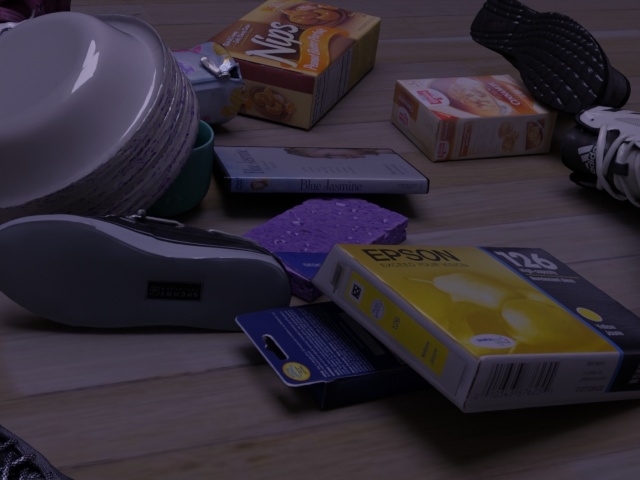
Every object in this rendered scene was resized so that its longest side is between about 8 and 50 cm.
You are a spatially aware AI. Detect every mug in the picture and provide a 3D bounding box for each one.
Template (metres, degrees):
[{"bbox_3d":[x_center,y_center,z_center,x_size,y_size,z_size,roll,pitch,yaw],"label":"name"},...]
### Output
[{"bbox_3d":[-0.201,-0.091,1.545,0.129,0.097,0.158,-15,34,-35],"label":"mug"}]

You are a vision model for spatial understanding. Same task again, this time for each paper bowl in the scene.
[{"bbox_3d":[-0.287,-0.137,1.419,0.284,0.148,0.284,-16,46,17],"label":"paper bowl"}]

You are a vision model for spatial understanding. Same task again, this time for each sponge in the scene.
[{"bbox_3d":[0.000,0.000,1.487,0.117,0.031,0.210,23,31,26],"label":"sponge"}]

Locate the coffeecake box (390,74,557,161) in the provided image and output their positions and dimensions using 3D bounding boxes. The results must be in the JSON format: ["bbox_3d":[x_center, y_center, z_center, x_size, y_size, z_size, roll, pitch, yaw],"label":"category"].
[{"bbox_3d":[0.213,-0.175,1.831,0.185,0.068,0.142,-6,31,-22],"label":"coffeecake box"}]

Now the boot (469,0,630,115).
[{"bbox_3d":[0.383,-0.250,1.908,0.223,0.118,0.338,24,20,-32],"label":"boot"}]

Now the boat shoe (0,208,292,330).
[{"bbox_3d":[-0.183,0.020,1.323,0.306,0.113,0.105,3,21,-13],"label":"boat shoe"}]

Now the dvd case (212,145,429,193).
[{"bbox_3d":[-0.009,-0.090,1.631,0.253,0.022,0.180,0,17,-13],"label":"dvd case"}]

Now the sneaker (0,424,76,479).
[{"bbox_3d":[-0.260,0.159,0.988,0.269,0.153,0.101,16,29,17],"label":"sneaker"}]

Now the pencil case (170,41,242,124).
[{"bbox_3d":[-0.235,-0.189,1.705,0.273,0.113,0.124,-15,17,-34],"label":"pencil case"}]

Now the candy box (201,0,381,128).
[{"bbox_3d":[-0.044,-0.274,1.941,0.183,0.087,0.316,15,29,14],"label":"candy box"}]

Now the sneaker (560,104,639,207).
[{"bbox_3d":[0.403,-0.057,1.593,0.257,0.169,0.447,9,18,23],"label":"sneaker"}]

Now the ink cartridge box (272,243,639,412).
[{"bbox_3d":[0.159,0.059,1.298,0.304,0.072,0.307,1,29,-39],"label":"ink cartridge box"}]

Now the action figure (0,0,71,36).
[{"bbox_3d":[-0.432,-0.318,1.768,0.276,0.248,0.370,5,25,-2],"label":"action figure"}]

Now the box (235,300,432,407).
[{"bbox_3d":[0.039,0.104,1.288,0.225,0.036,0.136,-6,30,-26],"label":"box"}]
